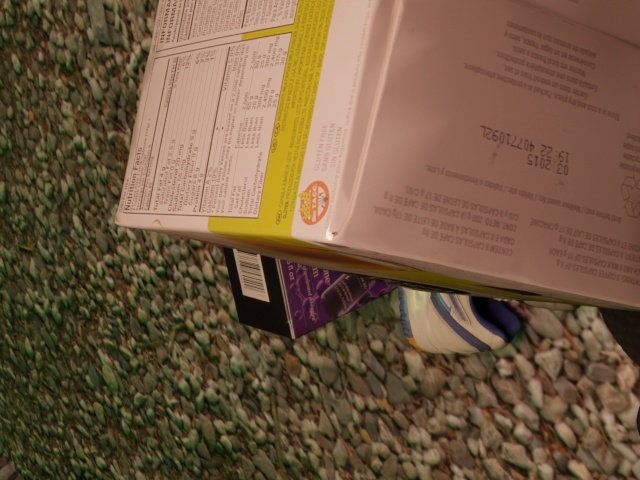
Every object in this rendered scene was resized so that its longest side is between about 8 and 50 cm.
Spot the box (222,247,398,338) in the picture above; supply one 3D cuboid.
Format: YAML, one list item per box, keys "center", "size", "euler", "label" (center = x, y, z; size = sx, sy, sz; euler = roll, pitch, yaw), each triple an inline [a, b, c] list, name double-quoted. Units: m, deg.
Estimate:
- center: [0.000, 0.000, 1.465]
  size: [0.108, 0.207, 0.153]
  euler: [11, 120, 50]
  label: "box"

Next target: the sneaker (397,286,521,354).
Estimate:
- center: [0.147, -0.019, 1.373]
  size: [0.131, 0.112, 0.296]
  euler: [1, 113, 35]
  label: "sneaker"

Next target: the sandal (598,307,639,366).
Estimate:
- center: [0.381, 0.002, 1.071]
  size: [0.167, 0.107, 0.446]
  euler: [62, 158, 4]
  label: "sandal"

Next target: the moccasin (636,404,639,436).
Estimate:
- center: [0.419, 0.243, 1.115]
  size: [0.342, 0.138, 0.116]
  euler: [34, 139, 39]
  label: "moccasin"

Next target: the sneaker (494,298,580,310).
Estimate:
- center: [0.245, -0.047, 1.228]
  size: [0.108, 0.100, 0.271]
  euler: [19, 124, 5]
  label: "sneaker"

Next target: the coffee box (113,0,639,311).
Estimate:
- center: [0.076, -0.137, 1.055]
  size: [0.334, 0.338, 0.338]
  euler: [3, 81, 55]
  label: "coffee box"
